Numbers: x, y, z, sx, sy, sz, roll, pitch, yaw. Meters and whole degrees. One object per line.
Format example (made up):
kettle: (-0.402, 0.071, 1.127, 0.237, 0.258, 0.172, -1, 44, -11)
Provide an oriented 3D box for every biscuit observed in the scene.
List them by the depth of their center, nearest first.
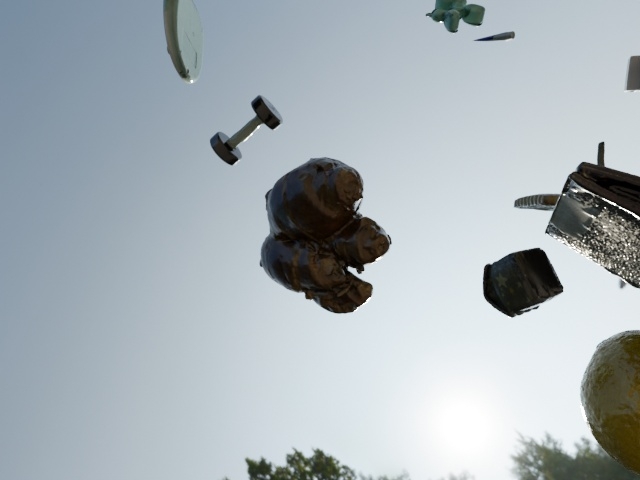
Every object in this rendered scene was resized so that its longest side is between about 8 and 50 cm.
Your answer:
biscuit: (0.515, -0.063, 0.926, 0.254, 0.172, 0.029, 6, -88, 2)

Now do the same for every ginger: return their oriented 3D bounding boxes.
ginger: (-0.001, -0.010, 0.947, 0.152, 0.274, 0.357, -18, -42, -34)

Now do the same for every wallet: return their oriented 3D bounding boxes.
wallet: (0.437, 0.003, 0.642, 0.071, 0.262, 0.221, -58, -24, -7)

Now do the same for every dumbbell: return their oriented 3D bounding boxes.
dumbbell: (-0.200, -0.295, 1.338, 0.191, 0.100, 0.100, -38, -63, 15)

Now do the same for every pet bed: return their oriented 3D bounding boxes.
pet bed: (0.611, 0.133, 1.524, 0.211, 0.159, 0.183, -8, -111, -42)

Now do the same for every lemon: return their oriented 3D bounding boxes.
lemon: (0.457, 0.221, 0.680, 0.187, 0.244, 0.187, 2, -60, 4)

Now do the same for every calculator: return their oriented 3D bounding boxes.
calculator: (-0.335, -0.525, 1.221, 0.042, 0.184, 0.295, -8, -112, 7)

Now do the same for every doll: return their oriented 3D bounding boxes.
doll: (0.374, -0.640, 1.381, 0.159, 0.158, 0.059, -29, -38, -23)

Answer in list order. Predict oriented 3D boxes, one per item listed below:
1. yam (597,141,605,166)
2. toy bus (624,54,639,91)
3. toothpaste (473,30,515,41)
yam: (0.757, -0.153, 1.345, 0.029, 0.027, 0.234, 3, -89, -36)
toy bus: (0.845, -0.422, 1.224, 0.301, 0.139, 0.113, -24, -64, -60)
toothpaste: (0.334, -0.391, 0.957, 0.024, 0.083, 0.015, -11, -74, -35)
